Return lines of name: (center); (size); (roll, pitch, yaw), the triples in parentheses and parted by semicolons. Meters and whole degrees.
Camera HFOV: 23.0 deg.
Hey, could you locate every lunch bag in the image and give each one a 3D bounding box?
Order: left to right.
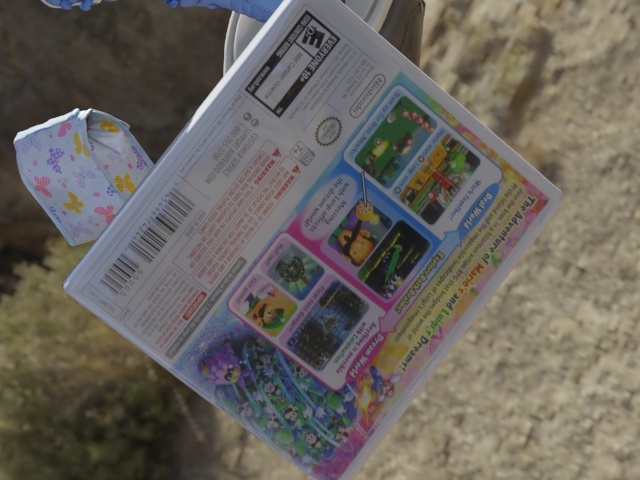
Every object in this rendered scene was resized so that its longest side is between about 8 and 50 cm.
lunch bag: (-0.152, -0.047, 1.032); (0.071, 0.083, 0.053); (-18, 30, 35)

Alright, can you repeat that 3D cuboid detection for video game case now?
video game case: (0.000, 0.000, 0.635); (0.157, 0.143, 0.019); (-52, 16, -4)

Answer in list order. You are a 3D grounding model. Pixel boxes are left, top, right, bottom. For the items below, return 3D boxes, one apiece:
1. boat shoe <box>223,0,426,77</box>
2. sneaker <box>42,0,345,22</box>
boat shoe: (0.000, -0.071, 0.960); (0.112, 0.095, 0.335); (12, 82, 35)
sneaker: (-0.088, -0.141, 0.738); (0.081, 0.211, 0.080); (-65, -3, 17)
